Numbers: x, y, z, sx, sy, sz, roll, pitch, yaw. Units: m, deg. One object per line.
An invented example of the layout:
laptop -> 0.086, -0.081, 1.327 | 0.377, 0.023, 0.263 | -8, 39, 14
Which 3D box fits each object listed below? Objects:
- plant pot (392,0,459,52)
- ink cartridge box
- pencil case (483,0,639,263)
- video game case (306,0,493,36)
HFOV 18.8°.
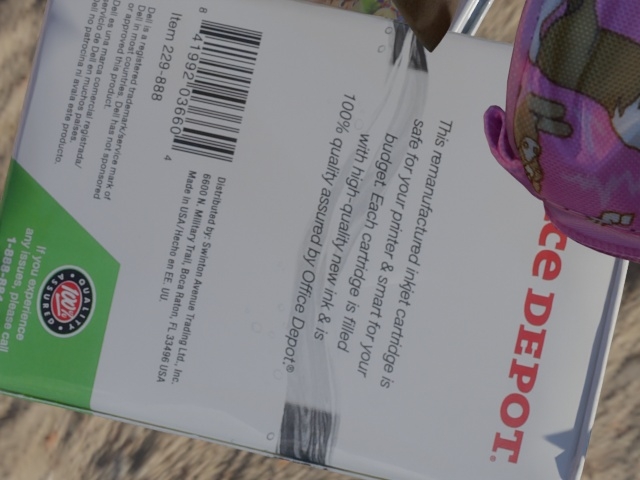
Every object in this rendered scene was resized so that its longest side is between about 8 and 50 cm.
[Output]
plant pot -> -0.002, -0.183, 0.750 | 0.032, 0.236, 0.236 | -30, 85, 8
ink cartridge box -> 0.000, 0.000, 0.930 | 0.289, 0.121, 0.211 | 13, 88, 7
pencil case -> 0.253, -0.025, 0.644 | 0.386, 0.160, 0.167 | 23, 46, 23
video game case -> 0.037, -0.181, 1.248 | 0.023, 0.212, 0.193 | 32, 87, -42
